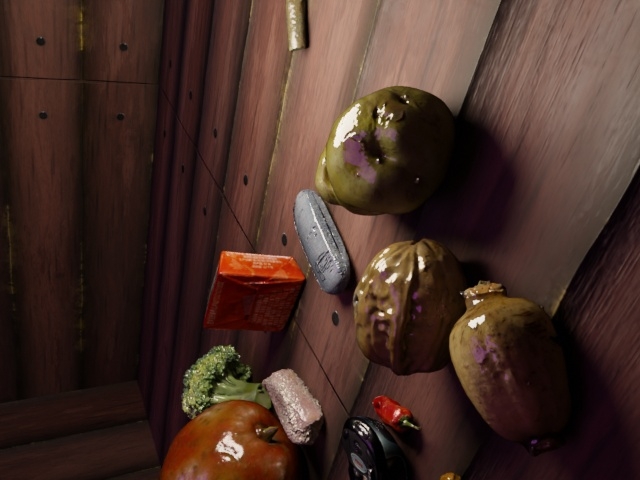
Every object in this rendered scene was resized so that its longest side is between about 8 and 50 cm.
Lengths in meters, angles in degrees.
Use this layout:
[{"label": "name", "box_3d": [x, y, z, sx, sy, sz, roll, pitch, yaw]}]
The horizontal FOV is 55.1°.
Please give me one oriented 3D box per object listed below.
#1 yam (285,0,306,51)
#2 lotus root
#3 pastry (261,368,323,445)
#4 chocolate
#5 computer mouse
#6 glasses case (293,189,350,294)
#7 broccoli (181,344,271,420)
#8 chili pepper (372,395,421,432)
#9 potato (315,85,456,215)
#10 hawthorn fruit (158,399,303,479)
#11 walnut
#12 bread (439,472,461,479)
[{"label": "yam", "box_3d": [-0.062, -0.600, 1.491, 0.061, 0.061, 0.274, 2, 97, 63]}, {"label": "lotus root", "box_3d": [0.275, 0.176, 0.880, 0.154, 0.140, 0.256, -27, 77, 19]}, {"label": "pastry", "box_3d": [-0.076, 0.425, 1.635, 0.265, 0.103, 0.112, 38, 120, 53]}, {"label": "chocolate", "box_3d": [-0.187, 0.139, 1.667, 0.237, 0.235, 0.108, 113, 153, -42]}, {"label": "computer mouse", "box_3d": [0.116, 0.457, 1.265, 0.137, 0.096, 0.233, 38, 141, 55]}, {"label": "glasses case", "box_3d": [0.000, 0.000, 1.453, 0.282, 0.067, 0.109, 65, 144, 31]}, {"label": "broccoli", "box_3d": [-0.311, 0.519, 1.939, 0.302, 0.249, 0.375, 150, 118, -63]}, {"label": "chili pepper", "box_3d": [0.146, 0.352, 1.244, 0.191, 0.050, 0.059, -1, 110, 70]}, {"label": "potato", "box_3d": [0.098, -0.151, 1.097, 0.351, 0.203, 0.218, 175, 102, -70]}, {"label": "hawthorn fruit", "box_3d": [-0.219, 0.629, 1.666, 0.403, 0.403, 0.402, 17, 109, 61]}, {"label": "walnut", "box_3d": [0.152, 0.116, 1.045, 0.198, 0.198, 0.244, 26, 116, 59]}, {"label": "bread", "box_3d": [0.246, 0.491, 1.078, 0.052, 0.044, 0.157, 127, 133, -60]}]
